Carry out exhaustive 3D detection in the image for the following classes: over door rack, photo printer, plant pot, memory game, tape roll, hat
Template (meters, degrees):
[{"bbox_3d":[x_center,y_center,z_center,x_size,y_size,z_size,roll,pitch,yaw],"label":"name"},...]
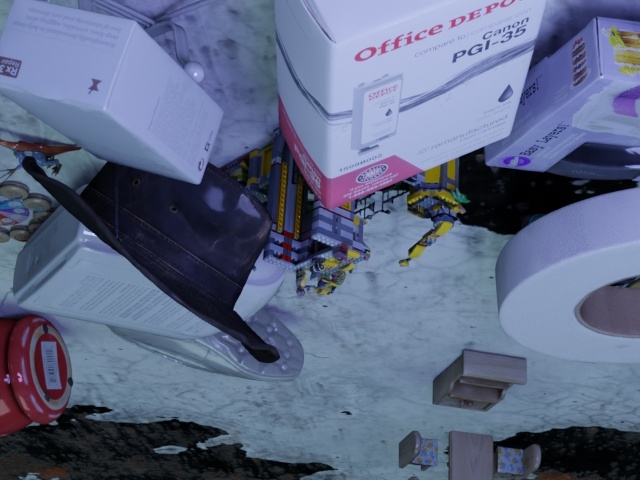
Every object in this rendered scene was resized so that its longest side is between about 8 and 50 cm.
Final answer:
[{"bbox_3d":[-0.166,-0.239,1.150,0.239,0.108,0.324,23,149,-37],"label":"over door rack"},{"bbox_3d":[-0.213,0.039,1.739,0.307,0.107,0.256,14,153,-27],"label":"photo printer"},{"bbox_3d":[-0.491,0.207,2.052,0.174,0.191,0.191,-12,152,17],"label":"plant pot"},{"bbox_3d":[-0.428,-0.037,1.724,0.186,0.012,0.186,2,155,1],"label":"memory game"},{"bbox_3d":[0.402,0.050,1.585,0.392,0.072,0.392,-1,155,0],"label":"tape roll"},{"bbox_3d":[-0.139,-0.019,1.363,0.331,0.134,0.331,39,175,4],"label":"hat"}]

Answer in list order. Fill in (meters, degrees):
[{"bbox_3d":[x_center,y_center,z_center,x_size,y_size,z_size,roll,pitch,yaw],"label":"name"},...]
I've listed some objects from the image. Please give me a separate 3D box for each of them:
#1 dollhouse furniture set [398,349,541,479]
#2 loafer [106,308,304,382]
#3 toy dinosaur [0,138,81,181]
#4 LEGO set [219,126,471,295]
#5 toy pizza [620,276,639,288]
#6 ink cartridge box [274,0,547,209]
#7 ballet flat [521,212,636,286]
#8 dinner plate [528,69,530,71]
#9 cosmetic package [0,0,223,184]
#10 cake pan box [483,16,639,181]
[{"bbox_3d":[0.249,0.319,2.125,0.212,0.242,0.161,9,154,-13],"label":"dollhouse furniture set"},{"bbox_3d":[-0.173,0.134,1.957,0.319,0.112,0.111,25,154,-23],"label":"loafer"},{"bbox_3d":[-0.340,-0.109,1.554,0.090,0.047,0.082,-42,129,12],"label":"toy dinosaur"},{"bbox_3d":[0.000,0.000,1.535,0.331,0.192,0.255,-18,147,39],"label":"LEGO set"},{"bbox_3d":[0.510,0.083,1.836,0.201,0.032,0.201,3,155,1],"label":"toy pizza"},{"bbox_3d":[0.072,-0.169,1.169,0.207,0.117,0.283,-22,157,-10],"label":"ink cartridge box"},{"bbox_3d":[0.314,0.020,1.687,0.203,0.074,0.074,17,152,-31],"label":"ballet flat"},{"bbox_3d":[0.172,-0.146,1.411,0.141,0.017,0.141,3,154,2],"label":"dinner plate"},{"bbox_3d":[-0.180,-0.126,1.166,0.117,0.086,0.231,14,170,16],"label":"cosmetic package"},{"bbox_3d":[0.318,-0.128,1.318,0.245,0.070,0.267,7,163,-17],"label":"cake pan box"}]
